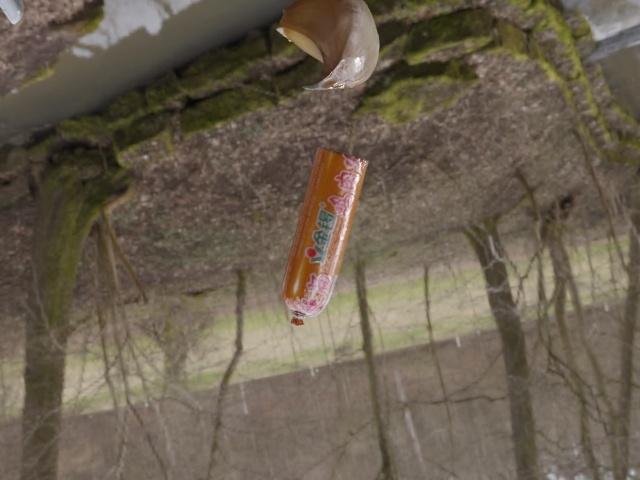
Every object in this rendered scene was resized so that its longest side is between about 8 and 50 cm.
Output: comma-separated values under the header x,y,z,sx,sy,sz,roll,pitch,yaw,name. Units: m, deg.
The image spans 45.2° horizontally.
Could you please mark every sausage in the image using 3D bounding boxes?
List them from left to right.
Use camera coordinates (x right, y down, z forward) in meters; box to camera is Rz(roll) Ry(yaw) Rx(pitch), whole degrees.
x,y,z,sx,sy,sz,roll,pitch,yaw,name
0.000,0.000,0.991,0.071,0.234,0.071,14,-172,-2,sausage

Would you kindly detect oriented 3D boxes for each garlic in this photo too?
x,y,z,sx,sy,sz,roll,pitch,yaw,name
0.029,-0.286,1.074,0.128,0.207,0.115,13,121,-27,garlic

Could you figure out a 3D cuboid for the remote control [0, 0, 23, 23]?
x,y,z,sx,sy,sz,roll,pitch,yaw,name
-0.324,-0.282,0.691,0.027,0.050,0.184,-32,134,-6,remote control
